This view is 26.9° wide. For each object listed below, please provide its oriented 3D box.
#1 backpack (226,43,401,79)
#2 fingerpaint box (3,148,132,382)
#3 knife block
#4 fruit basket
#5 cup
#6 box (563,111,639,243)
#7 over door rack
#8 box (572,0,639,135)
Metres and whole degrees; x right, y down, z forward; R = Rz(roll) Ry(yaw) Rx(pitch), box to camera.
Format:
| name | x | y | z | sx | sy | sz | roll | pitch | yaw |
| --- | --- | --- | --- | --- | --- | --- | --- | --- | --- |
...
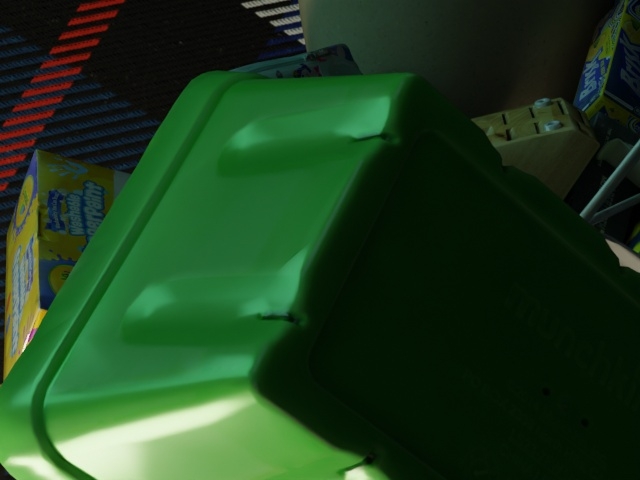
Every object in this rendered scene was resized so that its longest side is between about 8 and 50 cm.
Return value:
| name | x | y | z | sx | sy | sz | roll | pitch | yaw |
| --- | --- | --- | --- | --- | --- | --- | --- | --- | --- |
| backpack | -0.035 | -0.051 | 1.221 | 0.254 | 0.191 | 0.225 | -24 | -23 | -33 |
| fingerpaint box | -0.231 | 0.081 | 1.823 | 0.444 | 0.371 | 0.163 | -112 | 42 | -58 |
| knife block | 0.106 | 0.031 | 1.101 | 0.276 | 0.242 | 0.088 | -13 | 21 | 8 |
| fruit basket | 0.006 | 0.118 | 0.723 | 0.282 | 0.392 | 0.392 | -63 | 9 | -26 |
| cup | 0.131 | -0.165 | 1.381 | 0.331 | 0.331 | 0.236 | -171 | 85 | -81 |
| box | 0.177 | 0.030 | 1.107 | 0.183 | 0.059 | 0.232 | -47 | 14 | 52 |
| over door rack | 0.274 | -0.086 | 0.869 | 0.239 | 0.108 | 0.324 | -55 | -5 | 23 |
| box | 0.274 | -0.153 | 1.222 | 0.059 | 0.054 | 0.169 | -50 | 12 | 46 |
